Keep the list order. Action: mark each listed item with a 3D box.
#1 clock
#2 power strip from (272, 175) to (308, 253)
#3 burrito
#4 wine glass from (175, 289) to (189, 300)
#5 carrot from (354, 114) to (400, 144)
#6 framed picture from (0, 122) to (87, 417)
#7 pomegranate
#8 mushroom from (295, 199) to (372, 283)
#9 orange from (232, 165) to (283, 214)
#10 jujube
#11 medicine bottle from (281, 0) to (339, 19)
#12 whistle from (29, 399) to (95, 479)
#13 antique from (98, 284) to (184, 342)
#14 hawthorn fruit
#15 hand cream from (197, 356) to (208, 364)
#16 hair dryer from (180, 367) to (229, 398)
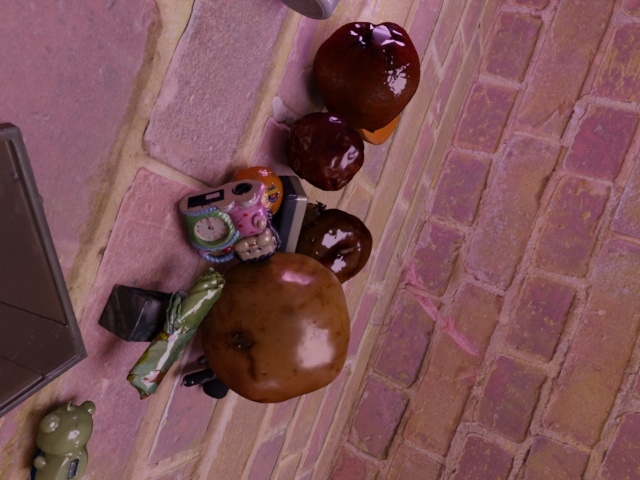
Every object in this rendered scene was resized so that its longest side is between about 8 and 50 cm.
[{"bbox_3d":[-0.193,-0.027,1.006,0.100,0.194,0.195,-105,180,-49],"label":"clock"},{"bbox_3d":[-0.098,-0.044,1.223,0.070,0.105,0.256,-1,132,-22],"label":"power strip"},{"bbox_3d":[-0.287,0.170,0.897,0.287,0.054,0.104,-57,152,-22],"label":"burrito"},{"bbox_3d":[-0.293,0.139,1.036,0.038,0.083,0.042,-61,157,-9],"label":"wine glass"},{"bbox_3d":[0.182,-0.466,1.568,0.307,0.100,0.258,-5,110,-62],"label":"carrot"},{"bbox_3d":[-0.506,0.096,0.612,0.326,0.028,0.445,-40,143,-49],"label":"framed picture"},{"bbox_3d":[-0.098,0.208,1.168,0.410,0.411,0.409,-47,147,-42],"label":"pomegranate"},{"bbox_3d":[0.027,0.022,1.376,0.254,0.268,0.267,-147,-106,-72],"label":"mushroom"},{"bbox_3d":[-0.158,-0.111,1.091,0.136,0.118,0.135,-5,95,-61],"label":"orange"},{"bbox_3d":[0.009,-0.236,1.210,0.232,0.213,0.212,-80,-171,-87],"label":"jujube"},{"bbox_3d":[0.045,-0.669,0.931,0.394,0.243,0.242,-66,157,1],"label":"medicine bottle"},{"bbox_3d":[-0.479,0.398,0.838,0.105,0.085,0.227,-2,109,-64],"label":"whistle"},{"bbox_3d":[-0.342,0.154,0.936,0.085,0.088,0.183,-67,156,-4],"label":"antique"},{"bbox_3d":[0.121,-0.448,1.243,0.294,0.295,0.311,-61,-171,-20],"label":"hawthorn fruit"},{"bbox_3d":[-0.305,0.326,1.242,0.030,0.019,0.093,-69,159,2],"label":"hand cream"},{"bbox_3d":[-0.299,0.365,1.197,0.124,0.072,0.219,-64,158,4],"label":"hair dryer"}]
